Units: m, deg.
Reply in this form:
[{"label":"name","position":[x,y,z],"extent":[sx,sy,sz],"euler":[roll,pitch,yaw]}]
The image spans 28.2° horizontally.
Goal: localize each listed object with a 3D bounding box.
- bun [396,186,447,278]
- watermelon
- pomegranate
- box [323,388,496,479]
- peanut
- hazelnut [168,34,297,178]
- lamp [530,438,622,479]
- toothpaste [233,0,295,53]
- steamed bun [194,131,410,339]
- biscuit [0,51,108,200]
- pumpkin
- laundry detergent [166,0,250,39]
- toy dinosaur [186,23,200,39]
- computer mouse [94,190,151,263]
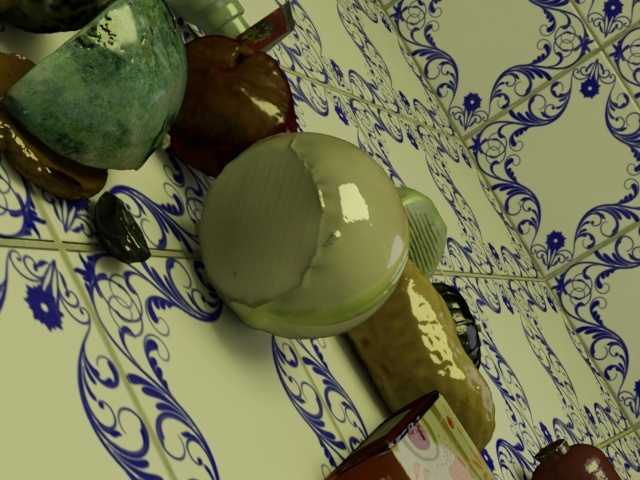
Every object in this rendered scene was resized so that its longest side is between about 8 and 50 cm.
[{"label":"bun","position":[0.128,0.003,2.326],"extent":[0.108,0.221,0.221],"euler":[30,-4,43]},{"label":"watermelon","position":[-0.233,-0.197,1.598],"extent":[0.175,0.188,0.322],"euler":[48,25,-9]},{"label":"pomegranate","position":[-0.358,-0.382,1.667],"extent":[0.254,0.254,0.270],"euler":[52,47,-13]},{"label":"box","position":[0.194,0.439,1.855],"extent":[0.385,0.122,0.344],"euler":[58,18,4]},{"label":"peanut","position":[0.162,0.193,2.126],"extent":[0.387,0.169,0.192],"euler":[62,19,5]},{"label":"hazelnut","position":[-0.143,-0.187,1.946],"extent":[0.251,0.217,0.217],"euler":[47,13,24]},{"label":"lamp","position":[0.513,0.511,2.496],"extent":[0.258,0.180,0.180],"euler":[58,18,0]},{"label":"toothpaste","position":[-0.135,-0.301,2.084],"extent":[0.057,0.234,0.089],"euler":[43,22,-36]},{"label":"steamed bun","position":[0.000,0.000,1.812],"extent":[0.309,0.309,0.309],"euler":[48,20,-24]},{"label":"biscuit","position":[-0.347,-0.140,1.578],"extent":[0.226,0.042,0.226],"euler":[46,21,-23]},{"label":"pumpkin","position":[0.223,0.172,2.309],"extent":[0.202,0.140,0.202],"euler":[-15,90,-89]},{"label":"laundry detergent","position":[-0.267,-0.511,2.271],"extent":[0.398,0.125,0.264],"euler":[55,20,-5]},{"label":"toy dinosaur","position":[-0.181,-0.309,2.301],"extent":[0.162,0.039,0.126],"euler":[34,30,-31]},{"label":"computer mouse","position":[-0.254,-0.012,1.595],"extent":[0.079,0.047,0.135],"euler":[59,2,-35]}]
